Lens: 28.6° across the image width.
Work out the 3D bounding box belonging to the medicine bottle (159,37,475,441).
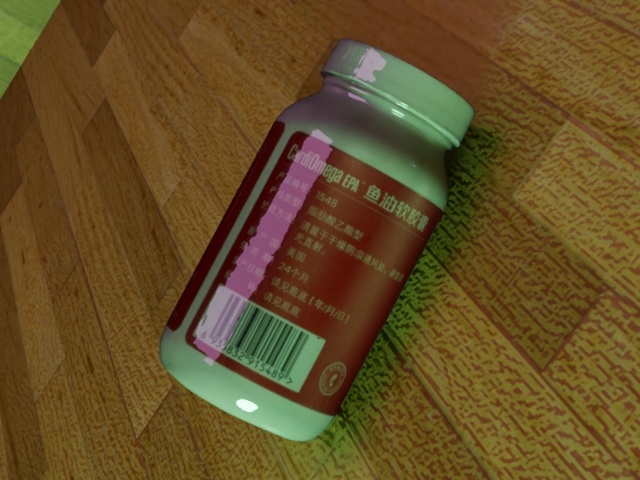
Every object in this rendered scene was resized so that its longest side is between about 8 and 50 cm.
[{"bbox_3d":[0.000,0.000,0.842,0.250,0.131,0.131,-61,28,-1],"label":"medicine bottle"}]
